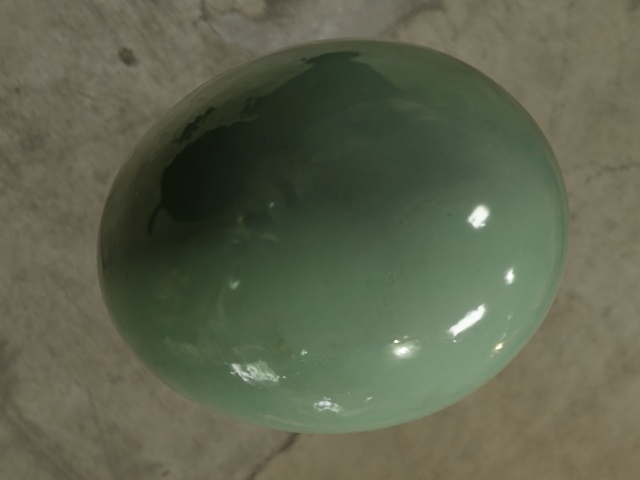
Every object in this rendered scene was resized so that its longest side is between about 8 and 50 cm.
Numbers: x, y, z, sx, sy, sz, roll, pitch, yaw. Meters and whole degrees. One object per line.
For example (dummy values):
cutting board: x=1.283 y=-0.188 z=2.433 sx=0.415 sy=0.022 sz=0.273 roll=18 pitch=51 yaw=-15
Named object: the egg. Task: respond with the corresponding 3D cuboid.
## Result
egg: x=0.000 y=0.000 z=0.614 sx=0.168 sy=0.231 sz=0.168 roll=13 pitch=72 yaw=-44
